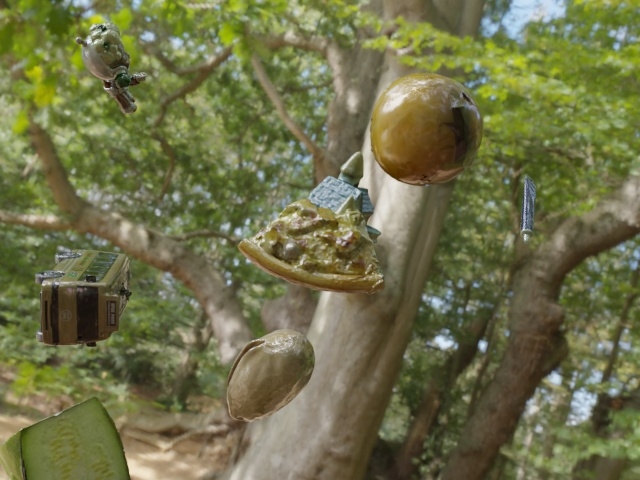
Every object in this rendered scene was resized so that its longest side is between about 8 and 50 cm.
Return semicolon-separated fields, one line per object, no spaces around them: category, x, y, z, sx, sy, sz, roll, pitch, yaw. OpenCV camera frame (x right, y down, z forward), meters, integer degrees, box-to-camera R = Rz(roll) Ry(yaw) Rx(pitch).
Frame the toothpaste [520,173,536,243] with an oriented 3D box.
toothpaste;0.356;-0.051;1.364;0.021;0.140;0.037;-18;-46;38

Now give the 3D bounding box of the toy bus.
toy bus;-0.459;0.108;1.573;0.157;0.139;0.289;1;10;-6

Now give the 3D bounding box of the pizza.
pizza;0.000;0.000;1.683;0.324;0.223;0.089;16;-37;11

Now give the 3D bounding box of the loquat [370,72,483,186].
loquat;0.211;-0.224;1.609;0.235;0.235;0.235;19;-14;5

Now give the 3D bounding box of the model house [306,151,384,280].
model house;0.074;-0.057;2.000;0.194;0.324;0.267;26;13;32

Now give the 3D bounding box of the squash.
squash;-0.516;0.537;1.703;0.234;0.309;0.210;-19;-21;-48

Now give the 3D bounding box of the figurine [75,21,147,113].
figurine;-0.399;-0.338;1.561;0.147;0.094;0.197;61;1;36

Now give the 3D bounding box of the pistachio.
pistachio;-0.102;0.262;1.551;0.152;0.223;0.126;34;22;-27
